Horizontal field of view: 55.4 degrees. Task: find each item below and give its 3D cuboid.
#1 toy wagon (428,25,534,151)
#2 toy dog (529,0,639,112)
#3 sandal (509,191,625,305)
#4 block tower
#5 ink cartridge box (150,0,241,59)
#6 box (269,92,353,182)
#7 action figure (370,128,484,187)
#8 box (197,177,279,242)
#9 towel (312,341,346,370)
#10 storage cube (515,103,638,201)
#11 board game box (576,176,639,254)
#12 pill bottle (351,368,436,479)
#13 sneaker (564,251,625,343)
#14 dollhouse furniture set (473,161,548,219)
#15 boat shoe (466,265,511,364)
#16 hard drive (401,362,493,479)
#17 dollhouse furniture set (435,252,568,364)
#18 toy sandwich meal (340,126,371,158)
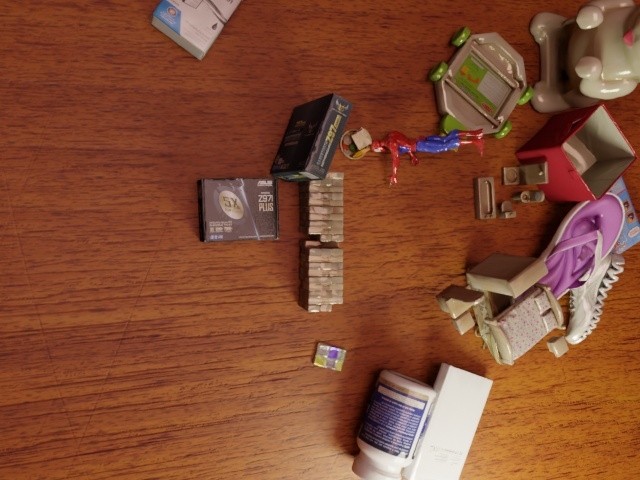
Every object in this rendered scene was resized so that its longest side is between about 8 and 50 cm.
[{"bbox_3d":[0.410,-0.389,1.635,0.267,0.068,0.344,36,81,-16],"label":"toy wagon"},{"bbox_3d":[0.799,-0.483,1.584,0.395,0.408,0.285,8,90,-18],"label":"toy dog"},{"bbox_3d":[0.696,0.057,1.672,0.169,0.102,0.416,33,101,-15],"label":"sandal"},{"bbox_3d":[0.000,0.000,1.497,0.091,0.097,0.335,0,94,-19],"label":"block tower"},{"bbox_3d":[-0.275,-0.536,1.390,0.139,0.082,0.191,34,83,-17],"label":"ink cartridge box"},{"bbox_3d":[-0.027,-0.230,1.404,0.059,0.232,0.183,24,85,-24],"label":"box"},{"bbox_3d":[0.268,-0.213,1.561,0.280,0.091,0.139,3,123,11],"label":"action figure"},{"bbox_3d":[-0.193,-0.072,1.435,0.180,0.077,0.147,-2,92,-19],"label":"box"},{"bbox_3d":[0.023,0.298,1.558,0.083,0.009,0.060,19,85,-18],"label":"towel"},{"bbox_3d":[0.697,-0.230,1.672,0.183,0.193,0.215,-44,105,-12],"label":"storage cube"},{"bbox_3d":[0.863,-0.065,1.814,0.160,0.039,0.211,-29,100,-16],"label":"board game box"},{"bbox_3d":[0.181,0.475,1.542,0.153,0.153,0.265,23,84,-18],"label":"pill bottle"},{"bbox_3d":[0.764,0.157,1.767,0.118,0.110,0.292,24,89,5],"label":"sneaker"},{"bbox_3d":[0.515,-0.133,1.649,0.151,0.123,0.144,-5,93,-18],"label":"dollhouse furniture set"},{"bbox_3d":[0.471,0.201,1.676,0.104,0.089,0.285,-18,101,-33],"label":"boat shoe"},{"bbox_3d":[0.344,0.496,1.628,0.203,0.040,0.307,25,83,-37],"label":"hard drive"},{"bbox_3d":[0.511,0.223,1.544,0.303,0.174,0.355,-32,105,-18],"label":"dollhouse furniture set"},{"bbox_3d":[0.092,-0.247,1.551,0.085,0.029,0.086,-1,92,-19],"label":"toy sandwich meal"}]
